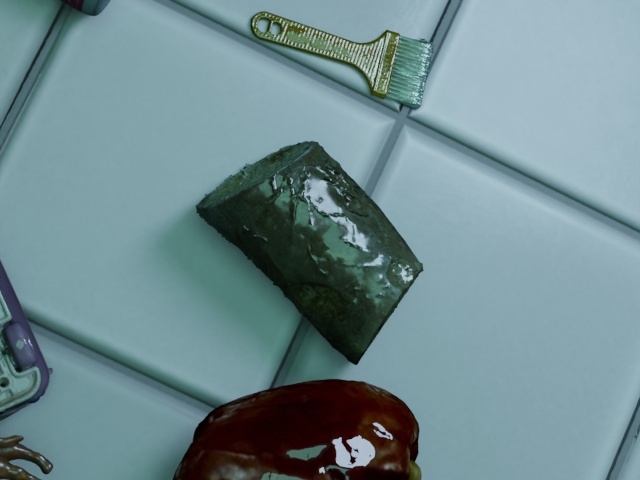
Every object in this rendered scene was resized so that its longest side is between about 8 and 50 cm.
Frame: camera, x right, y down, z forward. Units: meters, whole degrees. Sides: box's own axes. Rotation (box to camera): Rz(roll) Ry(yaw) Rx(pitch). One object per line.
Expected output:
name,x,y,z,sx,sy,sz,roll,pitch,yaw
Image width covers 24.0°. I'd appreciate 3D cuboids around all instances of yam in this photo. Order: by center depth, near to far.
yam,0.000,0.000,1.656,0.154,0.154,0.254,-44,90,-11

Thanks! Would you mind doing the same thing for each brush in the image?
brush,0.022,-0.221,1.752,0.218,0.010,0.083,16,82,-5

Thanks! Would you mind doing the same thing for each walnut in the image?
walnut,-0.025,0.264,1.602,0.269,0.244,0.222,3,44,-2

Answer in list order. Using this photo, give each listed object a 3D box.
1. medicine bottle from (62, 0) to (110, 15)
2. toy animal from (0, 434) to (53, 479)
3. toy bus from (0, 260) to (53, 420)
medicine bottle,-0.322,-0.340,1.672,0.216,0.090,0.090,31,80,-3
toy animal,-0.385,0.285,1.470,0.229,0.066,0.224,14,69,-17
toy bus,-0.377,0.097,1.584,0.142,0.142,0.203,-24,86,-11
